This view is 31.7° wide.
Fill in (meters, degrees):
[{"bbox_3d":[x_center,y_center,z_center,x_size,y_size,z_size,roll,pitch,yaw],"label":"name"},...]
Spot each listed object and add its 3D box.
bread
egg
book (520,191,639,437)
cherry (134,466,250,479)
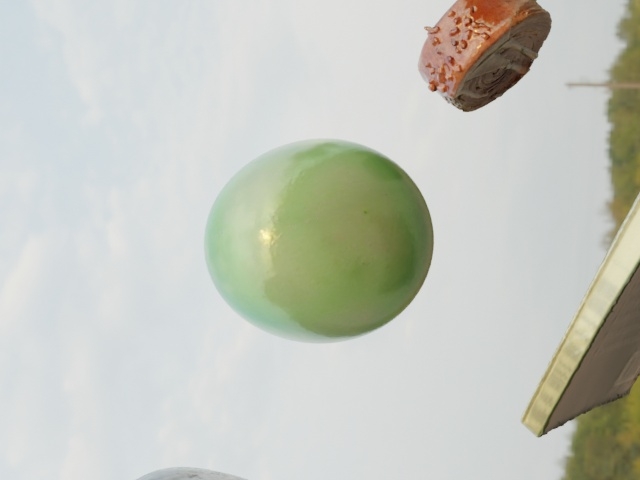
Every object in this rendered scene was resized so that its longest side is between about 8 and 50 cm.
[{"bbox_3d":[0.185,-0.221,1.275,0.160,0.073,0.160,-33,-20,-14],"label":"bread"},{"bbox_3d":[0.000,0.000,1.207,0.270,0.220,0.220,3,-88,-50],"label":"egg"},{"bbox_3d":[0.355,0.029,1.184,0.260,0.043,0.371,-7,-52,-53],"label":"book"},{"bbox_3d":[-0.089,0.316,0.972,0.255,0.218,0.296,54,175,46],"label":"cherry"}]
